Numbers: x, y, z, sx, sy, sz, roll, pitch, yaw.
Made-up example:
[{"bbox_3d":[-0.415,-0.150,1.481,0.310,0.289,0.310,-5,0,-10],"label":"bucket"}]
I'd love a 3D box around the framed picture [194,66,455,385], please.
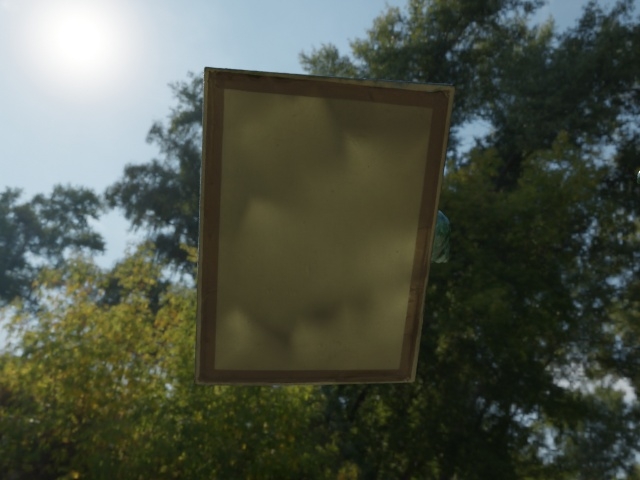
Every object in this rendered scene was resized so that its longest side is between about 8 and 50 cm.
[{"bbox_3d":[0.000,0.000,0.444,0.173,0.231,0.010,3,17,-11],"label":"framed picture"}]

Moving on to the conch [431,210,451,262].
[{"bbox_3d":[0.238,-0.005,1.571,0.202,0.196,0.134,16,-41,-1],"label":"conch"}]

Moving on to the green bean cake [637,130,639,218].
[{"bbox_3d":[0.366,-0.058,0.508,0.209,0.193,0.107,-9,6,-18],"label":"green bean cake"}]
